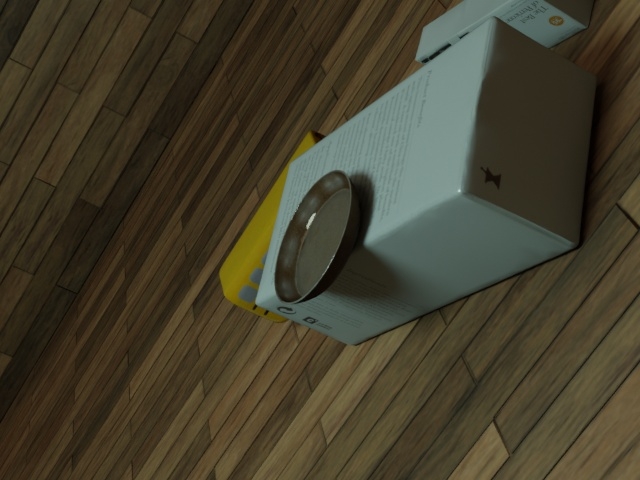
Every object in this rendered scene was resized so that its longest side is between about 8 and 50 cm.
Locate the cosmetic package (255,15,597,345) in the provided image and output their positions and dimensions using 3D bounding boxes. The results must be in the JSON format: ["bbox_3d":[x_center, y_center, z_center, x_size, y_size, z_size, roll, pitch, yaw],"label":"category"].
[{"bbox_3d":[0.113,-0.050,1.441,0.453,0.161,0.230,-31,40,55],"label":"cosmetic package"}]

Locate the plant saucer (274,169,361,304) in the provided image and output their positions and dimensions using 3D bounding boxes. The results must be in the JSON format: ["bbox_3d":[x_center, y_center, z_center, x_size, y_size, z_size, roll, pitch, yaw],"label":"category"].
[{"bbox_3d":[0.000,0.000,1.392,0.168,0.029,0.168,-46,31,38],"label":"plant saucer"}]

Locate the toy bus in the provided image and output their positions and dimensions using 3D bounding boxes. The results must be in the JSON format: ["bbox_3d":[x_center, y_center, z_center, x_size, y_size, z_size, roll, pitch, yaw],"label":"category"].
[{"bbox_3d":[-0.008,-0.041,1.750,0.332,0.130,0.108,-56,23,18],"label":"toy bus"}]

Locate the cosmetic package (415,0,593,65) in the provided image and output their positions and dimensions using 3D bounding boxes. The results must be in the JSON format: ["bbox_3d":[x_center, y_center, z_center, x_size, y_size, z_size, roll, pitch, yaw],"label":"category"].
[{"bbox_3d":[0.229,-0.269,1.517,0.239,0.099,0.060,-25,46,58],"label":"cosmetic package"}]
